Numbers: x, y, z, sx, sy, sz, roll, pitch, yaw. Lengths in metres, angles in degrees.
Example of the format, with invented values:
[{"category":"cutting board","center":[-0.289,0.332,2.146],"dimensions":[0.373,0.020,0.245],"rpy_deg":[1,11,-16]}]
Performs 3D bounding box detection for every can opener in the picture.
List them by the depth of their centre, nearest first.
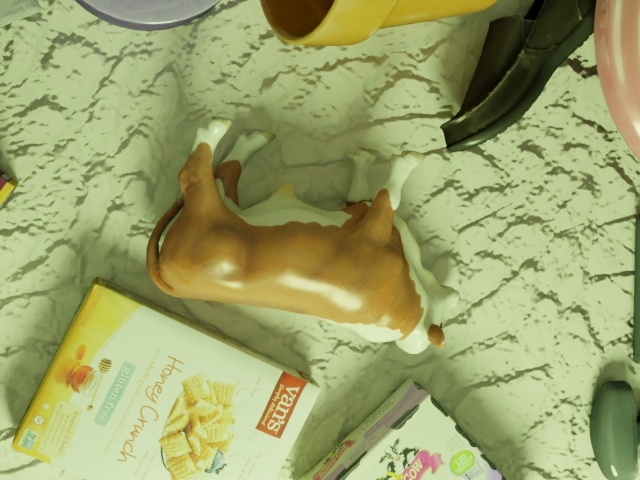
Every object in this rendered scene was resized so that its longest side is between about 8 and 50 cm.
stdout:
[{"category":"can opener","center":[0.330,0.111,1.033],"dimensions":[0.095,0.076,0.283],"rpy_deg":[-3,97,-12]}]

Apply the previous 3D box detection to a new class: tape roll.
[{"category":"tape roll","center":[-0.151,-0.281,0.881],"dimensions":[0.189,0.080,0.189],"rpy_deg":[-2,98,-12]}]

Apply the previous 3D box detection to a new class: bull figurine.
[{"category":"bull figurine","center":[0.000,0.000,0.939],"dimensions":[0.310,0.101,0.188],"rpy_deg":[9,91,-15]}]

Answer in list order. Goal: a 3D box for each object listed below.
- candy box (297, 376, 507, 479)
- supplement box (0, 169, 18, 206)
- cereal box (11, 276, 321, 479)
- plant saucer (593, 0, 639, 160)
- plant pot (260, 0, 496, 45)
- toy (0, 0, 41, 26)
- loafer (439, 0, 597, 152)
[{"category":"candy box","center":[0.099,0.265,1.006],"dimensions":[0.165,0.070,0.196],"rpy_deg":[-42,104,-4]},{"category":"supplement box","center":[-0.313,-0.057,0.888],"dimensions":[0.083,0.055,0.043],"rpy_deg":[37,89,-13]},{"category":"cereal box","center":[-0.142,0.162,0.955],"dimensions":[0.240,0.047,0.173],"rpy_deg":[26,91,-14]},{"category":"plant saucer","center":[0.421,-0.203,0.976],"dimensions":[0.332,0.084,0.332],"rpy_deg":[-3,98,-23]},{"category":"plant pot","center":[0.066,-0.270,0.878],"dimensions":[0.188,0.205,0.205],"rpy_deg":[-2,98,-27]},{"category":"toy","center":[-0.336,-0.281,0.828],"dimensions":[0.137,0.056,0.237],"rpy_deg":[-35,100,-35]},{"category":"loafer","center":[0.182,-0.175,0.970],"dimensions":[0.078,0.080,0.220],"rpy_deg":[44,78,-9]}]
